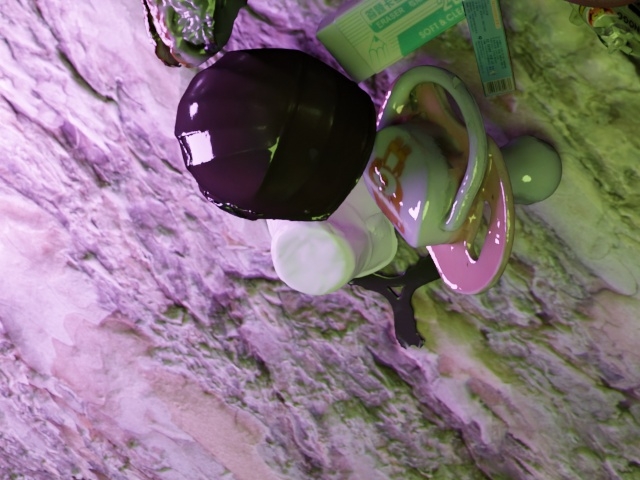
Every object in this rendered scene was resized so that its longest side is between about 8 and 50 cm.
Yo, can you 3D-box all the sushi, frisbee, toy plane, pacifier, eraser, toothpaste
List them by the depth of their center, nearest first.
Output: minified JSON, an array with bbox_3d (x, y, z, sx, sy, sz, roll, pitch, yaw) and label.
[{"bbox_3d":[0.413,-0.241,2.009,0.286,0.108,0.092,33,125,-21],"label":"toy plane"},{"bbox_3d":[0.209,-0.269,2.024,0.044,0.070,0.193,-11,145,8],"label":"toothpaste"},{"bbox_3d":[-0.168,-0.376,2.074,0.130,0.124,0.332,9,126,23],"label":"sushi"},{"bbox_3d":[0.108,-0.298,2.085,0.225,0.052,0.095,-30,113,29],"label":"eraser"},{"bbox_3d":[0.177,-0.081,2.099,0.220,0.332,0.273,-48,135,12],"label":"pacifier"},{"bbox_3d":[0.111,0.084,2.361,0.211,0.012,0.187,-2,123,17],"label":"frisbee"}]

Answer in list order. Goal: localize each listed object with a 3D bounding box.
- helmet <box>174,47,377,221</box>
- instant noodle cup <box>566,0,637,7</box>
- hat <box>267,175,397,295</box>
[{"bbox_3d":[-0.087,-0.150,2.097,0.305,0.225,0.177,6,167,32],"label":"helmet"},{"bbox_3d":[0.328,-0.393,1.863,0.234,0.235,0.178,16,135,6],"label":"instant noodle cup"},{"bbox_3d":[0.000,0.000,2.263,0.203,0.126,0.203,8,120,15],"label":"hat"}]
